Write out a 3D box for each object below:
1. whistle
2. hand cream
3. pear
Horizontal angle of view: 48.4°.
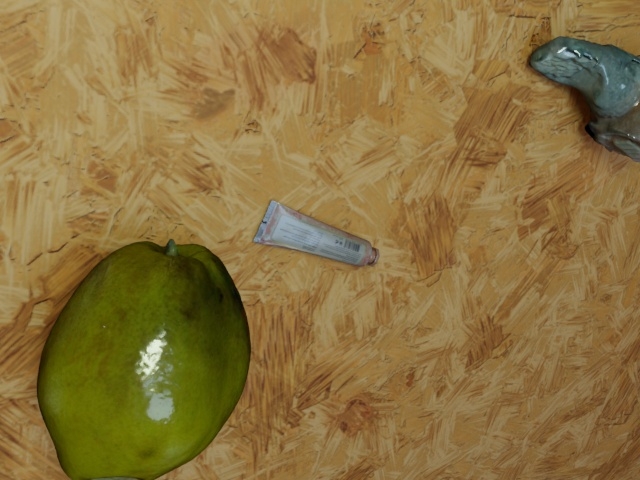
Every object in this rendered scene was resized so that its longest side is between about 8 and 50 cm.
[{"bbox_3d":[0.486,-0.249,1.146,0.347,0.189,0.189,24,104,-25],"label":"whistle"},{"bbox_3d":[0.000,0.000,1.074,0.209,0.043,0.067,19,105,-32],"label":"hand cream"},{"bbox_3d":[-0.218,0.155,0.901,0.269,0.269,0.321,15,91,-37],"label":"pear"}]
